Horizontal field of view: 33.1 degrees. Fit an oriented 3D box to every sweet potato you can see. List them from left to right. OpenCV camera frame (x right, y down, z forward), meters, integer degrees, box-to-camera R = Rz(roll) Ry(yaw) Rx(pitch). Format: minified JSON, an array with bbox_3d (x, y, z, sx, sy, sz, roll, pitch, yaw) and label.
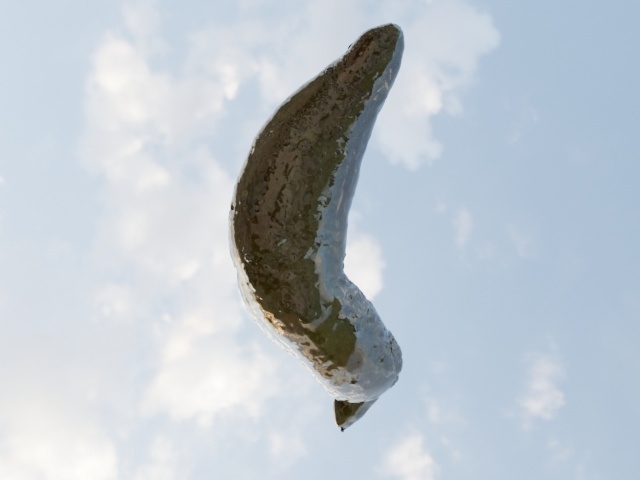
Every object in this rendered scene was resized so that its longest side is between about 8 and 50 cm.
[{"bbox_3d":[-0.003,0.002,0.771,0.098,0.124,0.310,-130,-144,-71],"label":"sweet potato"}]
